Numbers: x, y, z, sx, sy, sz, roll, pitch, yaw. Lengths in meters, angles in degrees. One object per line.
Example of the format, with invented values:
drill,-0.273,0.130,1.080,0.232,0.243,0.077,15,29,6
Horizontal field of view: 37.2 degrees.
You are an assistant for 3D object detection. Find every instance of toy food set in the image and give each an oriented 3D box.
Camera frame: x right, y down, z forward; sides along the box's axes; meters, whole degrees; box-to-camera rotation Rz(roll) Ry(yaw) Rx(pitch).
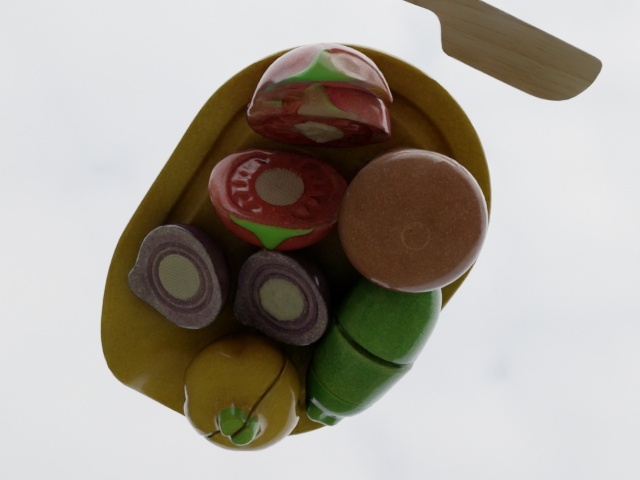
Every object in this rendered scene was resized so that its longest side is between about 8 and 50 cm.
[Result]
toy food set,0.000,0.000,0.352,0.128,0.071,0.218,31,-73,-10
